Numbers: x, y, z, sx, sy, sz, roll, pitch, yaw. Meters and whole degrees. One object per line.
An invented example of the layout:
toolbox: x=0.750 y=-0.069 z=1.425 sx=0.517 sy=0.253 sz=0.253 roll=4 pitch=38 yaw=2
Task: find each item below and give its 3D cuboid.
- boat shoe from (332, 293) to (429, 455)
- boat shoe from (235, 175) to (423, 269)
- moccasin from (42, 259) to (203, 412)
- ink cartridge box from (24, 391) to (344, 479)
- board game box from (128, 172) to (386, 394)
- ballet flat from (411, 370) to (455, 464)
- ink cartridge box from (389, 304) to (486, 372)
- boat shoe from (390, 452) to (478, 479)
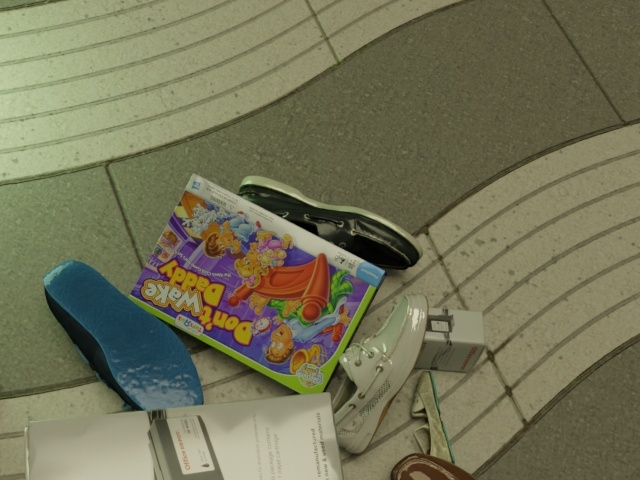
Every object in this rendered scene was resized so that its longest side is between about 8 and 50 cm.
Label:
boat shoe: x=0.074 y=0.196 z=1.473 sx=0.096 sy=0.098 sz=0.277 roll=23 pitch=101 yaw=-11
boat shoe: x=0.000 y=-0.002 z=1.643 sx=0.340 sy=0.127 sz=0.113 roll=23 pitch=61 yaw=7
moccasin: x=-0.299 y=0.167 z=1.509 sx=0.138 sy=0.116 sz=0.342 roll=-30 pitch=65 yaw=-28
ink cartridge box: x=-0.185 y=0.346 z=1.320 sx=0.395 sy=0.285 sz=0.166 roll=-4 pitch=61 yaw=-10
board game box: x=-0.100 y=0.075 z=1.554 sx=0.347 sy=0.078 sz=0.233 roll=27 pitch=88 yaw=7
ballet flat: x=0.171 y=0.287 z=1.543 sx=0.053 sy=0.057 sz=0.168 roll=-11 pitch=62 yaw=-3
ink cartridge box: x=0.184 y=0.162 z=1.584 sx=0.151 sy=0.109 sz=0.063 roll=5 pitch=57 yaw=-6
boat shoe: x=0.239 y=0.432 z=1.418 sx=0.324 sy=0.116 sz=0.123 roll=39 pitch=80 yaw=15
